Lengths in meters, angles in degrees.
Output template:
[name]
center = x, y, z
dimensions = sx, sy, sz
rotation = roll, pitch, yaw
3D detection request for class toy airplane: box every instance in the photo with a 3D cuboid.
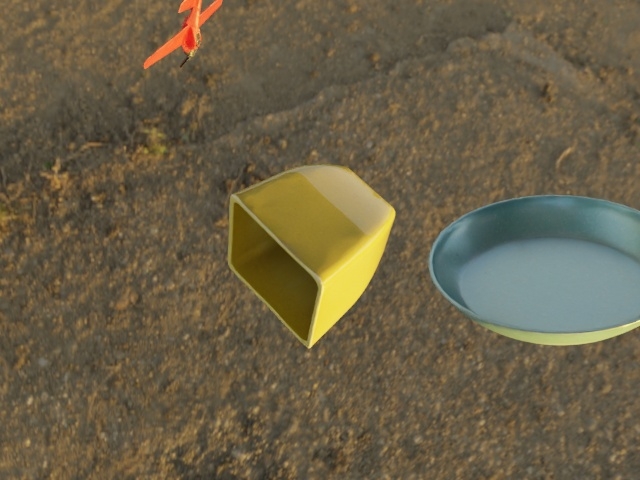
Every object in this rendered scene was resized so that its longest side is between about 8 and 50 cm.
[toy airplane]
center = -0.154, -0.267, 0.968
dimensions = 0.028, 0.151, 0.151
rotation = 36, 54, 9

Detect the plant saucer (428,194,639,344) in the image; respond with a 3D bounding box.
[plant saucer]
center = 0.113, 0.016, 0.389
dimensions = 0.119, 0.021, 0.119
rotation = -7, 32, 4

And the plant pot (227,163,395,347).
[plant pot]
center = 0.000, 0.000, 0.506
dimensions = 0.083, 0.081, 0.081
rotation = -34, 66, -27
